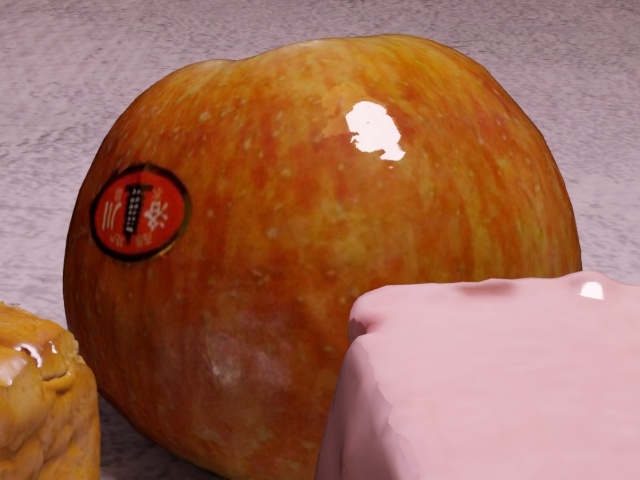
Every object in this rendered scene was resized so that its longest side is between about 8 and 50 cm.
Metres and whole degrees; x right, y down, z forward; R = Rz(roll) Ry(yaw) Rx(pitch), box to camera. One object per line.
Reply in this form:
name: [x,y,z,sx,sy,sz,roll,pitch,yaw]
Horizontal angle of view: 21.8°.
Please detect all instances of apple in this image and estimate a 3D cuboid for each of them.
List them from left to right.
apple: [0.000,0.000,0.942,0.309,0.250,0.277,14,23,29]

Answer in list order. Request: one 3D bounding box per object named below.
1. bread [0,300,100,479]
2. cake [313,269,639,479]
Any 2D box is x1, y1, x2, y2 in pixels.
bread: [-0.193,0.110,0.747,0.149,0.158,0.143,20,24,24]
cake: [0.151,0.181,0.428,0.306,0.314,0.293,3,23,-9]
